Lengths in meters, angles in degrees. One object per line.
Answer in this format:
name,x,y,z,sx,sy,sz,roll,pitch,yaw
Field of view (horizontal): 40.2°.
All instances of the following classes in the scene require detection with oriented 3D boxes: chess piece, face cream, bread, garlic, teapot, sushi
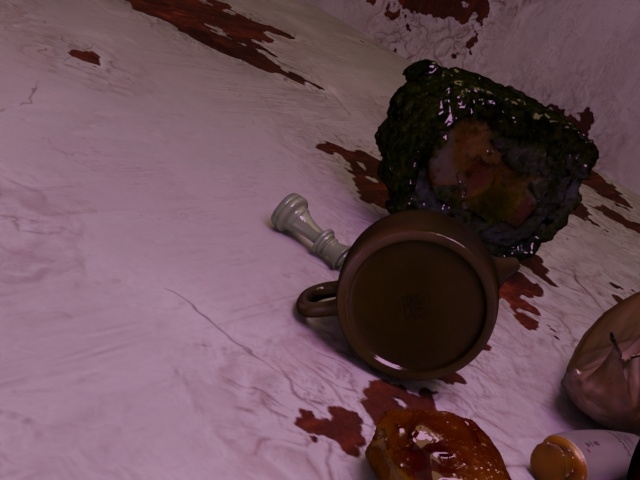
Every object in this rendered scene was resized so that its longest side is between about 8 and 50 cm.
chess piece,0.000,0.000,1.222,0.149,0.059,0.059,42,25,20
face cream,0.309,0.247,0.994,0.182,0.051,0.072,6,32,-41
bread,0.130,0.251,0.739,0.139,0.077,0.271,12,27,-26
garlic,0.388,0.152,1.132,0.151,0.196,0.338,23,24,32
teapot,0.104,0.055,1.042,0.268,0.185,0.175,-7,12,10
sushi,0.259,-0.114,1.453,0.352,0.294,0.178,19,19,-24

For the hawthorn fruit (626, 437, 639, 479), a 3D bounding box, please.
hawthorn fruit,0.439,0.282,0.860,0.210,0.230,0.266,45,20,-61
